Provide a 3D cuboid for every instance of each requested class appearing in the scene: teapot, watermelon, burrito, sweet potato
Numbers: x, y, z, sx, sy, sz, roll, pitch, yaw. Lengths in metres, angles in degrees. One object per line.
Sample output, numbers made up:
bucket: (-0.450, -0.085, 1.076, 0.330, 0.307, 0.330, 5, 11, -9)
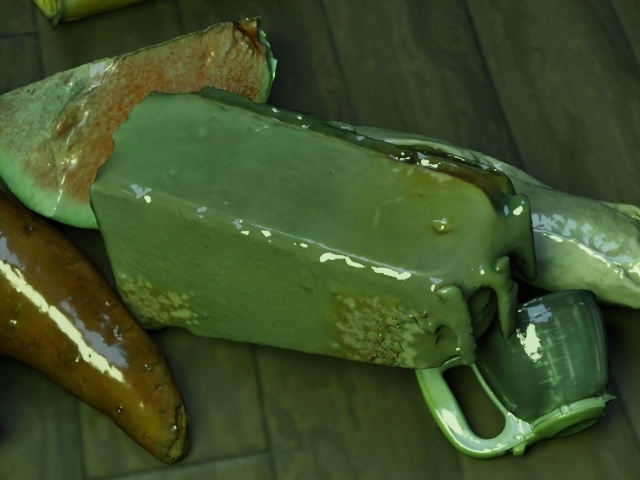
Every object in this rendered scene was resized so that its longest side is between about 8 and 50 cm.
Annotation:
teapot: (0.141, 0.094, 1.118, 0.092, 0.124, 0.091, 9, 56, -54)
watermelon: (-0.153, -0.092, 1.261, 0.231, 0.128, 0.146, -24, 24, -38)
burrito: (0.156, -0.007, 1.184, 0.392, 0.076, 0.117, 18, 14, 12)
sweet potato: (-0.226, 0.022, 1.134, 0.359, 0.112, 0.112, 30, 54, 22)

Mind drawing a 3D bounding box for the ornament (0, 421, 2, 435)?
ornament: (-0.343, 0.088, 1.029, 0.217, 0.221, 0.235, -35, 17, -23)

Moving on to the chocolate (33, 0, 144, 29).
chocolate: (-0.049, -0.310, 1.424, 0.445, 0.162, 0.162, -18, 51, -21)

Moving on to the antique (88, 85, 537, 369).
antique: (0.000, 0.000, 1.104, 0.284, 0.150, 0.125, 12, 49, 23)
